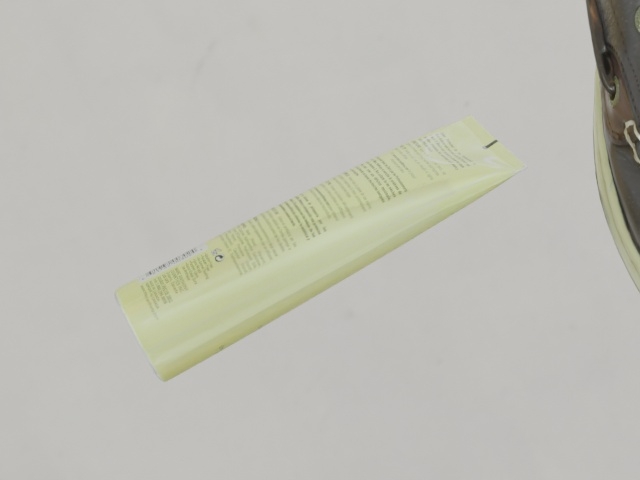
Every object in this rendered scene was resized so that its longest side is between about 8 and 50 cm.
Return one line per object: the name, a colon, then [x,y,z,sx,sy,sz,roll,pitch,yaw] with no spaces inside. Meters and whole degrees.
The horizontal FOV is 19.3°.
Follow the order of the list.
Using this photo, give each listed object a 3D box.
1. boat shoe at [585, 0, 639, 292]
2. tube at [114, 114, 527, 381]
boat shoe: [0.111,-0.062,0.535,0.080,0.223,0.073,-11,147,9]
tube: [0.000,0.000,1.081,0.070,0.240,0.062,59,175,21]
